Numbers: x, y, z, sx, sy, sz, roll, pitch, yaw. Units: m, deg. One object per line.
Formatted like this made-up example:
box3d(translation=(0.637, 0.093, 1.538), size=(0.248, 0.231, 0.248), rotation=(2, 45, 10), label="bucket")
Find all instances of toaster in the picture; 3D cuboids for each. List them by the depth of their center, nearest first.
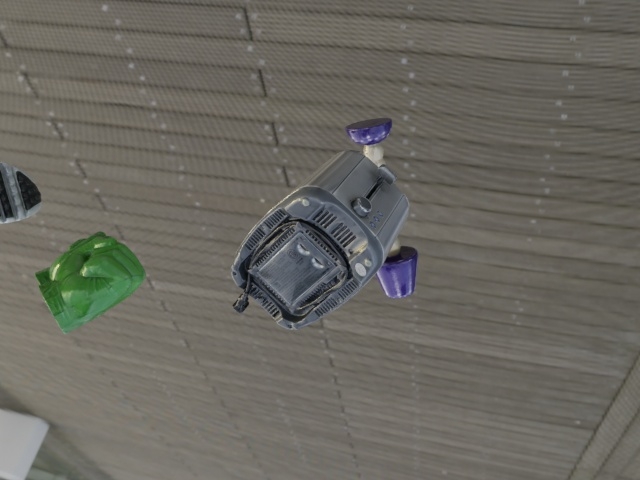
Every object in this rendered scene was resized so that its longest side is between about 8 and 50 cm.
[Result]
box3d(translation=(0.000, 0.000, 0.841), size=(0.129, 0.146, 0.227), rotation=(44, 131, -3), label="toaster")

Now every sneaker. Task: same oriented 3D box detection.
box3d(translation=(-0.595, -0.062, 1.168), size=(0.118, 0.110, 0.292), rotation=(-20, 172, 43), label="sneaker")

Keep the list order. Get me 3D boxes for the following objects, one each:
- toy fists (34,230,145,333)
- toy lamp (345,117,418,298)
box3d(translation=(-0.355, 0.051, 1.122), size=(0.096, 0.142, 0.279), rotation=(65, 161, -14), label="toy fists")
box3d(translation=(0.099, -0.045, 1.113), size=(0.080, 0.080, 0.274), rotation=(-1, 111, 27), label="toy lamp")
